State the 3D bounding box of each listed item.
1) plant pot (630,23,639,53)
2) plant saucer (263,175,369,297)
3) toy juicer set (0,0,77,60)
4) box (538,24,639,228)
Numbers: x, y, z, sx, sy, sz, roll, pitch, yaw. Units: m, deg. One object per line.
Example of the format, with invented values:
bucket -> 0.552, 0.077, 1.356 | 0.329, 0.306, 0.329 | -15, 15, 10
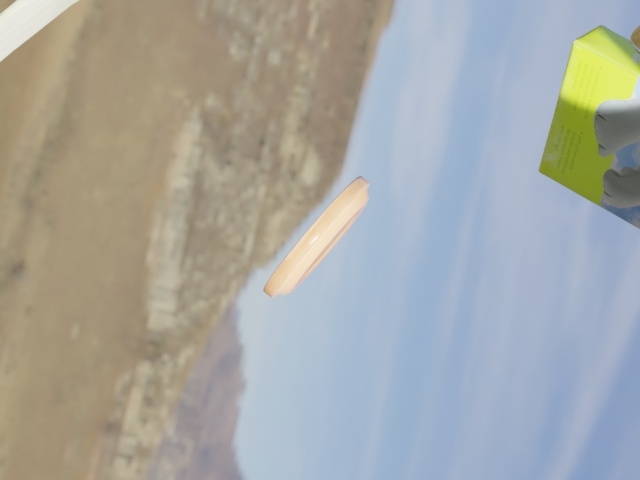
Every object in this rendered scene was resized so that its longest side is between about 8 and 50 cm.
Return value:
plant pot -> 0.184, -0.087, 0.776 | 0.081, 0.081, 0.083 | -45, -168, -2
plant saucer -> 0.000, 0.000, 0.982 | 0.083, 0.013, 0.083 | -49, 176, -5
toy juicer set -> -0.091, -0.199, 0.612 | 0.209, 0.089, 0.329 | -33, 151, -36
box -> 0.233, -0.052, 1.151 | 0.042, 0.178, 0.109 | -31, 142, -42
